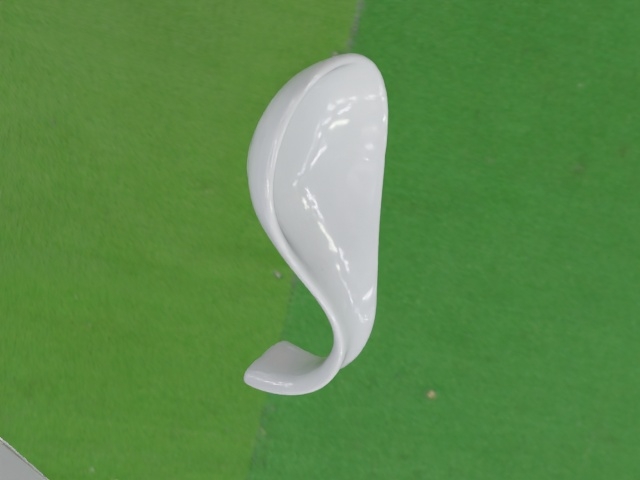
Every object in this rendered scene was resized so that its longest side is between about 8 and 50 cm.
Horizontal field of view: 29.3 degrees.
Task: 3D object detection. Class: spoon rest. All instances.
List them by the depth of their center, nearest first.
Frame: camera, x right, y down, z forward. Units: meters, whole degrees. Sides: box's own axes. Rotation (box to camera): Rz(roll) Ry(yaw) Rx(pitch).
[{"bbox_3d":[0.000,0.000,0.843,0.137,0.084,0.276,-39,146,-43],"label":"spoon rest"}]

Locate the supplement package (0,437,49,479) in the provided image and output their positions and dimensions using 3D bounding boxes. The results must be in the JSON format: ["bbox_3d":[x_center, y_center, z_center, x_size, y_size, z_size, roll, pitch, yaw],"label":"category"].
[{"bbox_3d":[-0.250,0.283,0.734,0.175,0.293,0.177,43,113,-8],"label":"supplement package"}]
